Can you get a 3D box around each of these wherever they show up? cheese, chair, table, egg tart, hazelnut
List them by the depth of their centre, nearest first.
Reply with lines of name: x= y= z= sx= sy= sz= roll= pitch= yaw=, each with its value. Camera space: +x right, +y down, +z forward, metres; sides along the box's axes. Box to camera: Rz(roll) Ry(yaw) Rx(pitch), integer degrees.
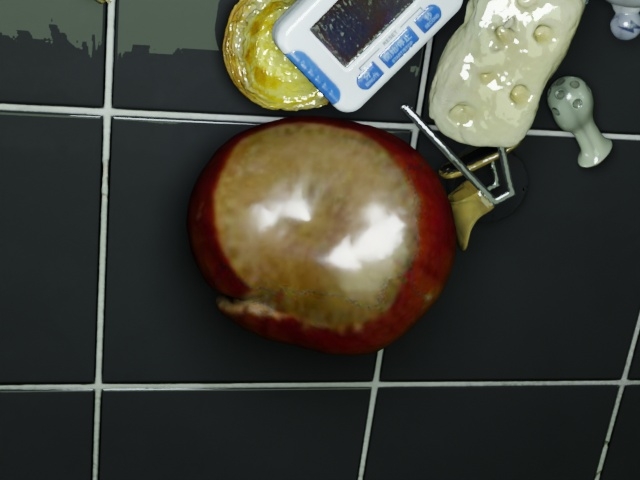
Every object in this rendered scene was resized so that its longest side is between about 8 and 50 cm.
cheese: x=0.257 y=-0.257 z=1.514 sx=0.159 sy=0.093 sz=0.263 roll=22 pitch=111 yaw=-4
egg tart: x=-0.047 y=-0.297 z=1.615 sx=0.212 sy=0.090 sz=0.212 roll=-5 pitch=119 yaw=-10
hazelnut: x=0.000 y=0.000 z=1.618 sx=0.409 sy=0.359 sz=0.359 roll=12 pitch=116 yaw=18
chair: x=0.236 y=-0.131 z=1.679 sx=0.172 sy=0.159 sz=0.247 roll=-30 pitch=97 yaw=6
table: x=0.282 y=-0.099 z=1.806 sx=0.133 sy=0.043 sz=0.133 roll=-5 pitch=116 yaw=-9

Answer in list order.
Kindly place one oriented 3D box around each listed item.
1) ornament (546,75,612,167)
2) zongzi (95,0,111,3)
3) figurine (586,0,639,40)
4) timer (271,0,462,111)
ornament: x=0.426 y=-0.202 z=1.774 sx=0.075 sy=0.081 sz=0.156 roll=-51 pitch=123 yaw=-24
zongzi: x=-0.377 y=-0.398 z=1.508 sx=0.176 sy=0.078 sz=0.160 roll=-15 pitch=118 yaw=6
figurine: x=0.410 y=-0.415 z=1.604 sx=0.382 sy=0.186 sz=0.261 roll=-22 pitch=123 yaw=0
timer: x=0.066 y=-0.328 z=1.546 sx=0.253 sy=0.078 sz=0.178 roll=-43 pitch=118 yaw=5
